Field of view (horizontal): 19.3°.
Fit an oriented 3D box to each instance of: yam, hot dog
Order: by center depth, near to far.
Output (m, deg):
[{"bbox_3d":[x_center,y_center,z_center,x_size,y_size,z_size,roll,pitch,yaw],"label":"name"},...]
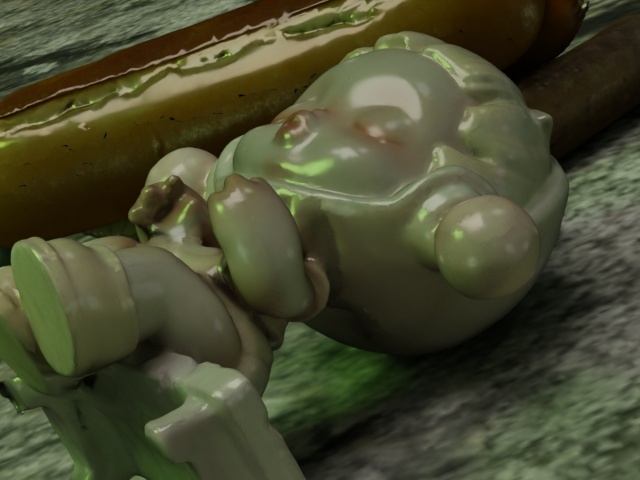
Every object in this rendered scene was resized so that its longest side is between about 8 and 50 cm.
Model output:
[{"bbox_3d":[0.082,-0.045,0.886,0.264,0.046,0.046,-32,23,-26],"label":"yam"},{"bbox_3d":[-0.028,-0.066,0.938,0.337,0.100,0.135,-18,4,9],"label":"hot dog"}]

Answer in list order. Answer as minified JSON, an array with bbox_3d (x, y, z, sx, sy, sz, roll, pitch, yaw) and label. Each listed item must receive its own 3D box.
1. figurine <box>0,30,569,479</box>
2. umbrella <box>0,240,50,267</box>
[{"bbox_3d":[0.007,0.008,0.721,0.256,0.144,0.182,-35,4,-28],"label":"figurine"},{"bbox_3d":[-0.143,0.018,0.969,0.036,0.031,0.133,-54,29,-10],"label":"umbrella"}]
